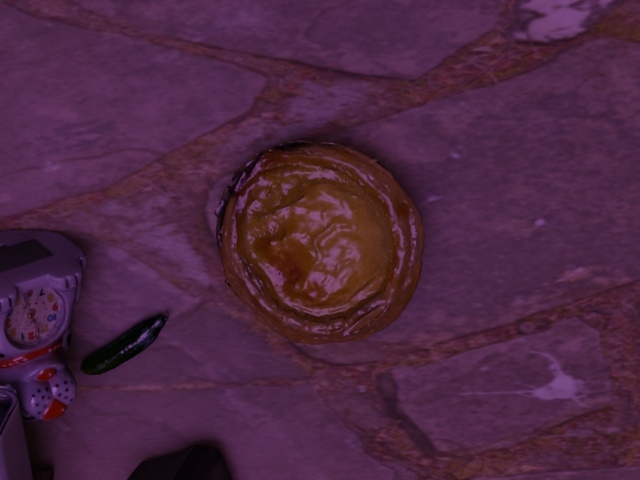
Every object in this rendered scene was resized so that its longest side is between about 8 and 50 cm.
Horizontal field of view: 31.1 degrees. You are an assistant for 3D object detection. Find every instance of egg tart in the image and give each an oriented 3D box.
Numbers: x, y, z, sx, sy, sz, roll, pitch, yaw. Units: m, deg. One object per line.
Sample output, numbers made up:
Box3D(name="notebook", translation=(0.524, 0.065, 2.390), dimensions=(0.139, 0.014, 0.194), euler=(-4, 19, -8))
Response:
Box3D(name="egg tart", translation=(0.000, 0.000, 1.476), dimensions=(0.278, 0.095, 0.279), euler=(2, 104, 8))

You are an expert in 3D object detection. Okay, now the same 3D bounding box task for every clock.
Box3D(name="clock", translation=(-0.396, 0.134, 1.508), dimensions=(0.188, 0.189, 0.254), euler=(1, 114, 3))

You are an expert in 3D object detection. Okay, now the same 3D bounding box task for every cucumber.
Box3D(name="cucumber", translation=(-0.263, 0.145, 1.562), dimensions=(0.155, 0.037, 0.037), euler=(-33, 103, 13))

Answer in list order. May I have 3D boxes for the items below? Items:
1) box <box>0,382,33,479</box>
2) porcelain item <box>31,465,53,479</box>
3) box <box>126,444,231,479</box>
Box3D(name="box", translation=(-0.473, 0.333, 1.513), dimensions=(0.190, 0.112, 0.370), euler=(8, 128, 4))
Box3D(name="porcelain item", translation=(-0.489, 0.340, 1.627), dimensions=(0.213, 0.054, 0.084), euler=(10, 106, -1))
Box3D(name="box", translation=(-0.182, 0.399, 1.584), dimensions=(0.129, 0.148, 0.210), euler=(-13, 107, 19))
